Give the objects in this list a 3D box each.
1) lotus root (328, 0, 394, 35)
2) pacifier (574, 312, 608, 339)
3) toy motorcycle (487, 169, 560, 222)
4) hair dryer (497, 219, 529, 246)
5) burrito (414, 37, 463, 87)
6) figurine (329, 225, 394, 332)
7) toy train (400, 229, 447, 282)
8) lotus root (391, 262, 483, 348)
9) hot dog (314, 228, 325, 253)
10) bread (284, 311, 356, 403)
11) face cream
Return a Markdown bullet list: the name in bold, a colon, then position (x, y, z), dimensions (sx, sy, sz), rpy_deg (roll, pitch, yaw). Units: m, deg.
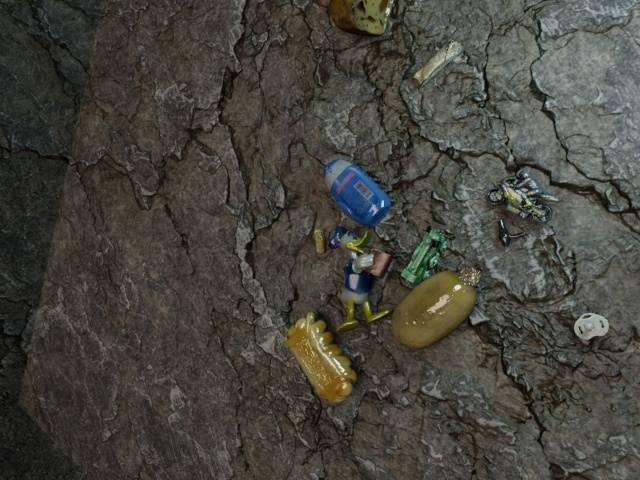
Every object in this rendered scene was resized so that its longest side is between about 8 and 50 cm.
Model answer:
- **lotus root**: position (0.115, -0.764, 1.559), dimensions (0.180, 0.188, 0.199), rpy_deg (30, 109, 41)
- **pacifier**: position (0.716, 0.224, 1.300), dimensions (0.083, 0.064, 0.068), rpy_deg (-25, 62, 29)
- **toy motorcycle**: position (0.571, -0.132, 1.374), dimensions (0.193, 0.061, 0.124), rpy_deg (29, 113, 35)
- **hair dryer**: position (0.557, -0.026, 1.412), dimensions (0.083, 0.031, 0.079), rpy_deg (-10, 77, 17)
- **burrito**: position (0.358, -0.544, 1.498), dimensions (0.171, 0.042, 0.051), rpy_deg (-43, 68, 28)
- **figurine**: position (0.115, 0.086, 1.584), dimensions (0.284, 0.204, 0.339), rpy_deg (-55, 50, 48)
- **toy train**: position (0.321, 0.049, 1.505), dimensions (0.071, 0.104, 0.178), rpy_deg (36, 108, 29)
- **lotus root**: position (0.352, 0.194, 1.462), dimensions (0.343, 0.151, 0.169), rpy_deg (-47, 70, 26)
- **hot dog**: position (0.000, 0.000, 1.733), dimensions (0.030, 0.034, 0.090), rpy_deg (-2, 110, 21)
- **bread**: position (0.006, 0.409, 1.692), dimensions (0.173, 0.121, 0.311), rpy_deg (-43, 71, 28)
- **face cream**: position (0.109, -0.166, 1.632), dimensions (0.264, 0.083, 0.149), rpy_deg (48, 113, 20)
